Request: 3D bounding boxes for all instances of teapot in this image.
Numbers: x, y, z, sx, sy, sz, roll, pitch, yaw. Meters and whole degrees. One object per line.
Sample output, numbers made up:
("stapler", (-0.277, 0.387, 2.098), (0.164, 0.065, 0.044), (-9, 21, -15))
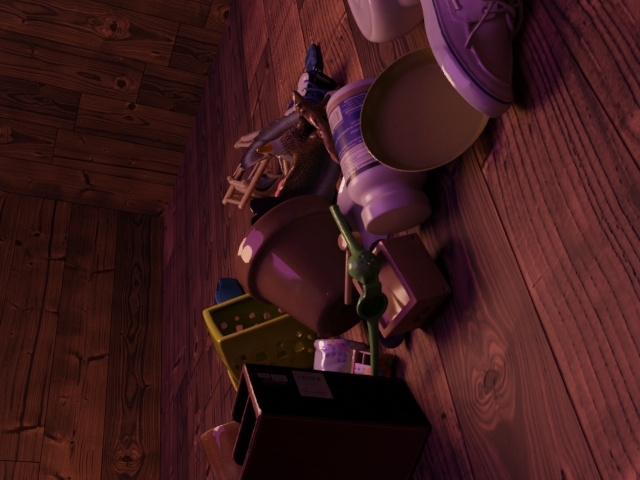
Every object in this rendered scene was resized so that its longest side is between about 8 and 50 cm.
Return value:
("teapot", (0.150, -0.521, 1.542), (0.252, 0.187, 0.256), (89, 160, -78))

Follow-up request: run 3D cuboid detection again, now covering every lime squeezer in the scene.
("lime squeezer", (0.069, 0.084, 1.353), (0.110, 0.058, 0.311), (-17, 87, 56))

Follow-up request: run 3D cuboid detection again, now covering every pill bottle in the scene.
("pill bottle", (0.111, -0.154, 1.468), (0.153, 0.153, 0.265), (133, 128, -57))

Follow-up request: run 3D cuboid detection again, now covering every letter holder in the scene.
("letter holder", (0.000, 0.354, 1.369), (0.152, 0.301, 0.215), (-123, 45, -62))

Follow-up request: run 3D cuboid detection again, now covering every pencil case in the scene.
("pencil case", (0.033, 0.330, 1.570), (0.124, 0.113, 0.273), (97, 177, -76))

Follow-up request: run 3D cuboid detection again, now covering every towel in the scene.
("towel", (-0.023, -0.492, 2.213), (0.067, 0.029, 0.120), (118, 153, -44))

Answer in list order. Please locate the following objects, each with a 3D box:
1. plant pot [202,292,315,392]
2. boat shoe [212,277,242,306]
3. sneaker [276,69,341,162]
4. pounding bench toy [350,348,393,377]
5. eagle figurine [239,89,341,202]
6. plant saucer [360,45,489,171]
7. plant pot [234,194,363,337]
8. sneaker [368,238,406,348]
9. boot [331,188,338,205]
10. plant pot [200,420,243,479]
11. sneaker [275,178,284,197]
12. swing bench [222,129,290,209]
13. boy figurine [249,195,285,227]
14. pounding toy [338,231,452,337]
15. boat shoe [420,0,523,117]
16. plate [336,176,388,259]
("plant pot", (-0.130, 0.250, 1.858), (0.227, 0.228, 0.207), (-141, 35, -68))
("boat shoe", (-0.296, 0.199, 2.587), (0.258, 0.108, 0.089), (-92, 8, -75))
("sneaker", (-0.034, -0.323, 1.979), (0.316, 0.127, 0.182), (-86, 17, -57))
("pounding bench toy", (0.110, 0.236, 1.498), (0.065, 0.083, 0.052), (6, 89, 39))
("eagle figurine", (-0.050, -0.207, 1.770), (0.298, 0.225, 0.226), (122, 160, -60))
("plant saucer", (0.183, -0.220, 1.348), (0.240, 0.037, 0.241), (-11, 65, 25))
("plant pot", (-0.009, 0.073, 1.637), (0.229, 0.263, 0.263), (45, 128, 33))
("sneaker", (0.131, 0.103, 1.495), (0.082, 0.069, 0.210), (66, -163, -71))
("boot", (0.001, 0.001, 1.867), (0.236, 0.085, 0.179), (-58, 40, 18))
("plant pot", (-0.164, 0.565, 1.911), (0.215, 0.215, 0.231), (-50, 50, 55))
("sneaker", (-0.095, -0.013, 2.072), (0.136, 0.115, 0.314), (-120, 43, -58))
("swing bench", (-0.160, -0.208, 2.266), (0.253, 0.165, 0.255), (-163, 83, -71))
("boy figurine", (-0.124, 0.015, 1.813), (0.285, 0.092, 0.177), (104, 163, -56))
("pounding toy", (0.116, 0.062, 1.413), (0.206, 0.094, 0.181), (61, 144, 25))
("boat shoe", (0.260, -0.371, 1.250), (0.156, 0.135, 0.367), (-41, 44, 40))
("plate", (0.104, -0.126, 1.680), (0.277, 0.045, 0.278), (-118, 41, -58))
